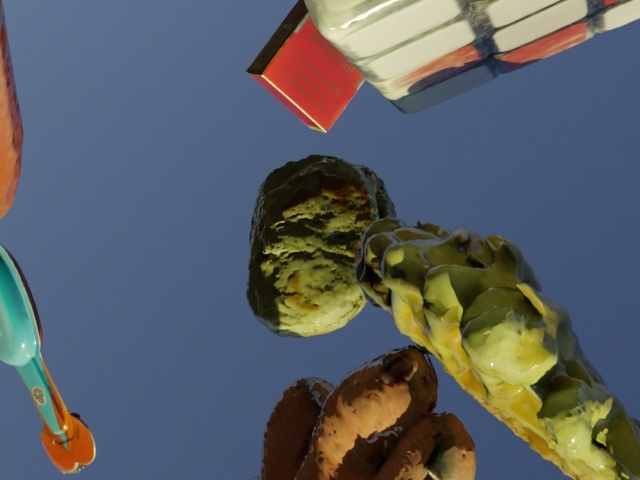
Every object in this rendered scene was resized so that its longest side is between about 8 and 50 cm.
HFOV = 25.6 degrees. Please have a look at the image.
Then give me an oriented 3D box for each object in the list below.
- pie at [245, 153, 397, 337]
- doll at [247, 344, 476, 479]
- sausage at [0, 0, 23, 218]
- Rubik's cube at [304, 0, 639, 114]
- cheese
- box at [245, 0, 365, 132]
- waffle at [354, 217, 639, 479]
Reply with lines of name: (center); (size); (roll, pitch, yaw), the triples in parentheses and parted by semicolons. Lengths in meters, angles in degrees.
pie: (0.000, 0.000, 1.790); (0.201, 0.090, 0.248); (-3, -115, 12)
doll: (0.034, 0.191, 0.930); (0.303, 0.156, 0.201); (-53, -138, 40)
sausage: (-0.257, -0.100, 0.847); (0.254, 0.148, 0.148); (103, -19, -44)
Rubik's cube: (0.090, -0.238, 0.713); (0.253, 0.256, 0.259); (-25, -99, 9)
cheese: (-0.273, 0.096, 1.281); (0.037, 0.256, 0.106); (-28, -178, -41)
box: (0.010, -0.225, 1.592); (0.175, 0.112, 0.048); (-53, -151, -7)
waffle: (0.141, 0.097, 0.810); (0.073, 0.297, 0.317); (-45, -166, -1)
